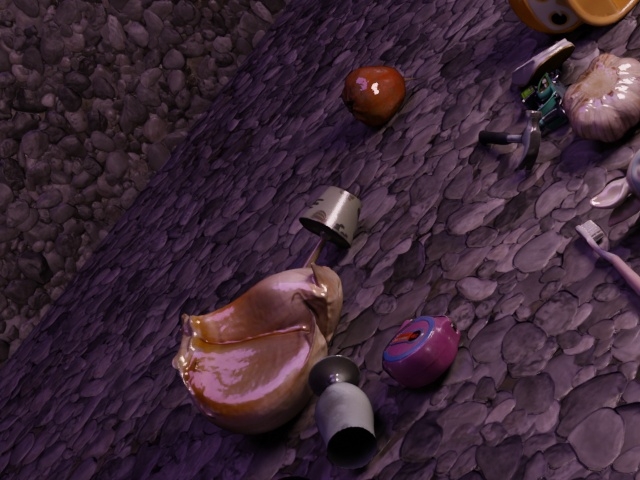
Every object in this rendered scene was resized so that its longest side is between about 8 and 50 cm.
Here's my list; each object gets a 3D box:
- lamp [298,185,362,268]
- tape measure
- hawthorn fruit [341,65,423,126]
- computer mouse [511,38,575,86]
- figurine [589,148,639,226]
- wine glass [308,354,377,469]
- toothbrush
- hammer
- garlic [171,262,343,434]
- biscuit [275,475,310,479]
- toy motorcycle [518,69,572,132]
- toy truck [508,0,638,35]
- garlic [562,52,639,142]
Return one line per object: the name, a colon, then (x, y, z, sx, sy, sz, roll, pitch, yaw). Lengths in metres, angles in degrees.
lamp: (0.000, 0.000, 2.081, 0.215, 0.121, 0.121, -59, 26, -11)
tape measure: (0.158, 0.169, 1.607, 0.125, 0.074, 0.118, -52, 19, -29)
hawthorn fruit: (0.130, -0.355, 2.421, 0.149, 0.149, 0.189, -3, 48, 57)
computer mouse: (0.427, -0.338, 1.998, 0.102, 0.045, 0.199, -34, 2, -4)
figurine: (0.502, -0.100, 1.444, 0.235, 0.127, 0.155, -47, 38, 2)
wine glass: (0.035, 0.267, 1.620, 0.093, 0.093, 0.202, -39, 24, 12)
toothbrush: (0.426, 0.037, 1.451, 0.029, 0.025, 0.307, -33, 24, 5)
hammer: (0.342, -0.182, 1.905, 0.246, 0.029, 0.103, -162, 74, -76)
garlic: (-0.096, 0.185, 1.824, 0.313, 0.250, 0.286, -16, 14, 13)
biscuit: (-0.065, 0.438, 1.549, 0.194, 0.053, 0.195, -36, 25, 20)
toy motorcycle: (0.420, -0.249, 1.892, 0.100, 0.058, 0.173, -43, 22, 21)
toy truck: (0.508, -0.534, 2.031, 0.288, 0.204, 0.212, -41, 26, 3)
garlic: (0.477, -0.231, 1.717, 0.147, 0.102, 0.159, -3, 57, 38)
